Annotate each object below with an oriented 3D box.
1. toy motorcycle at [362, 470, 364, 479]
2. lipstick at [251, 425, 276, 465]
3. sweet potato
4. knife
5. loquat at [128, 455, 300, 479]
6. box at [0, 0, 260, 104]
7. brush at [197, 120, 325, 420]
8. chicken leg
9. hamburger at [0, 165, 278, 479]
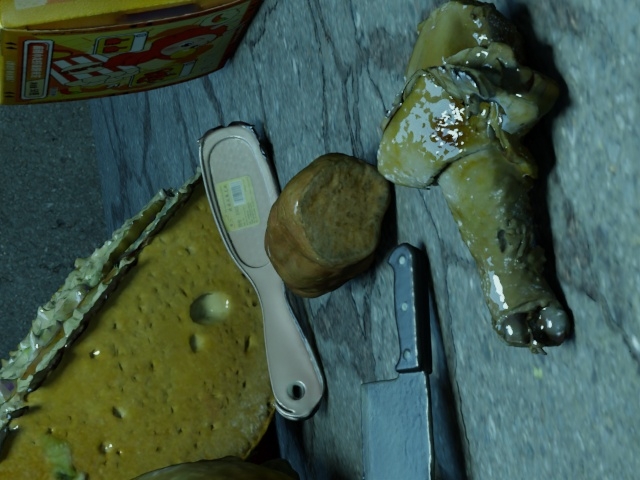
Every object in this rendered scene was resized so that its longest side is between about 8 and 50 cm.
[{"bbox_3d":[0.078,0.268,1.147,0.152,0.073,0.225,148,111,-72],"label":"toy motorcycle"},{"bbox_3d":[-0.090,0.233,1.823,0.073,0.073,0.280,178,82,-77],"label":"lipstick"},{"bbox_3d":[0.000,0.000,1.235,0.252,0.097,0.097,110,147,-72],"label":"sweet potato"},{"bbox_3d":[0.054,0.126,1.110,0.072,0.019,0.245,-10,78,44],"label":"knife"},{"bbox_3d":[-0.090,0.337,1.416,0.359,0.328,0.328,-68,-17,-49],"label":"loquat"},{"bbox_3d":[-0.212,-0.276,1.541,0.283,0.259,0.214,139,117,-75],"label":"box"},{"bbox_3d":[-0.050,0.031,1.553,0.067,0.072,0.313,44,-152,-73],"label":"brush"},{"bbox_3d":[0.088,-0.037,0.873,0.125,0.080,0.196,33,134,55],"label":"chicken leg"},{"bbox_3d":[-0.191,0.168,1.636,0.287,0.445,0.268,44,146,-14],"label":"hamburger"}]
